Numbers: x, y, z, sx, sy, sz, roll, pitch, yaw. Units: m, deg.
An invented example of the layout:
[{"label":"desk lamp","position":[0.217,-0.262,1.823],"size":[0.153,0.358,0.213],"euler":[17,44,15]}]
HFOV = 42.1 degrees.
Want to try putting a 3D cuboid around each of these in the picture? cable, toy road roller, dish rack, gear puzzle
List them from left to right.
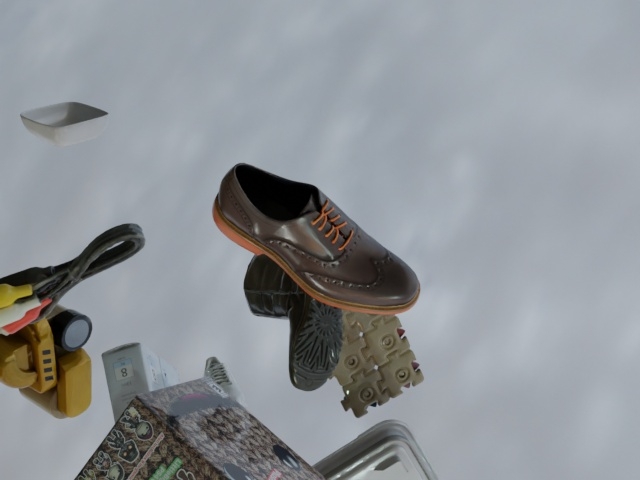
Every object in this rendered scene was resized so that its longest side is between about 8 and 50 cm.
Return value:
[{"label":"toy road roller","position":[-0.703,0.295,2.001],"size":[0.202,0.240,0.330],"euler":[21,-59,30]},{"label":"cable","position":[-0.370,0.069,1.189],"size":[0.287,0.139,0.072],"euler":[-19,-120,4]},{"label":"gear puzzle","position":[0.065,0.168,1.579],"size":[0.175,0.339,0.044],"euler":[-28,-158,-10]},{"label":"dish rack","position":[0.077,0.519,1.539],"size":[0.332,0.286,0.072],"euler":[-31,-157,-3]}]

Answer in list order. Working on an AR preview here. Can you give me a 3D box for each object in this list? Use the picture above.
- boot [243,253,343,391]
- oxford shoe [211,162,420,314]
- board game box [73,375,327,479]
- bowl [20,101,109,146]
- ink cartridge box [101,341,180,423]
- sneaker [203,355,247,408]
[{"label":"boot","position":[-0.049,0.101,1.138],"size":[0.208,0.076,0.190],"euler":[-1,-107,55]},{"label":"oxford shoe","position":[0.000,0.000,0.967],"size":[0.097,0.271,0.098],"euler":[-65,-179,-31]},{"label":"board game box","position":[-0.125,0.332,1.079],"size":[0.291,0.232,0.141],"euler":[38,-83,13]},{"label":"bowl","position":[-0.510,-0.231,1.670],"size":[0.142,0.142,0.053],"euler":[21,-57,34]},{"label":"ink cartridge box","position":[-0.320,0.423,1.673],"size":[0.091,0.308,0.385],"euler":[-17,-109,-2]},{"label":"sneaker","position":[-0.225,0.328,1.866],"size":[0.235,0.090,0.095],"euler":[-168,-110,-71]}]
